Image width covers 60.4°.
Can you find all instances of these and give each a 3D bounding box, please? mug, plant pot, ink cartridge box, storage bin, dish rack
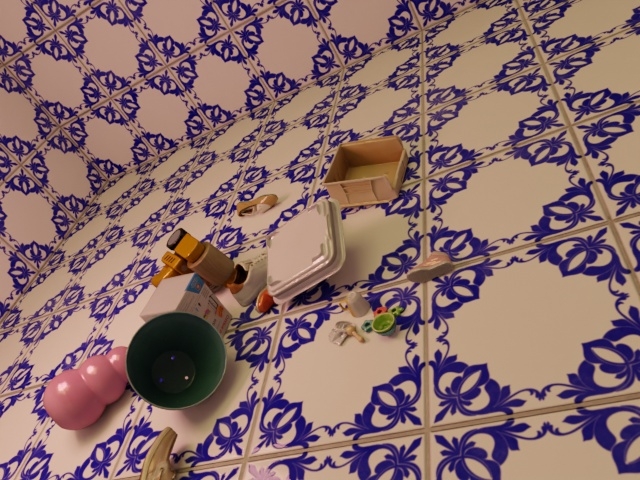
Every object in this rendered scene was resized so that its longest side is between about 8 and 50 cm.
[{"bbox_3d":[0.098,0.187,1.615,0.078,0.064,0.062,-34,32,1],"label":"mug"},{"bbox_3d":[-0.447,0.387,1.696,0.290,0.290,0.195,-56,0,-31],"label":"plant pot"},{"bbox_3d":[-0.449,0.258,1.867,0.168,0.232,0.171,-13,37,28],"label":"ink cartridge box"},{"bbox_3d":[0.176,-0.260,2.067,0.261,0.123,0.262,-5,41,25],"label":"storage bin"},{"bbox_3d":[-0.069,0.024,1.778,0.333,0.072,0.285,-32,47,33],"label":"dish rack"}]

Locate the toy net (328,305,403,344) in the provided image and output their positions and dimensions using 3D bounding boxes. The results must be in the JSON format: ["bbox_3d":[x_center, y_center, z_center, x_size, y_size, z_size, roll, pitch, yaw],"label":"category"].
[{"bbox_3d":[0.116,0.232,1.553,0.232,0.045,0.122,-14,37,30],"label":"toy net"}]

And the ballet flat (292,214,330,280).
[{"bbox_3d":[0.000,0.000,1.920,0.139,0.139,0.400,-35,30,0],"label":"ballet flat"}]

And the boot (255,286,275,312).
[{"bbox_3d":[-0.154,0.185,1.863,0.085,0.059,0.158,6,48,41],"label":"boot"}]

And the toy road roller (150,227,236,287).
[{"bbox_3d":[-0.486,0.118,2.052,0.240,0.202,0.330,-56,32,-12],"label":"toy road roller"}]

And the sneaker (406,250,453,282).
[{"bbox_3d":[0.312,0.074,1.583,0.134,0.051,0.070,-20,32,16],"label":"sneaker"}]

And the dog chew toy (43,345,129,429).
[{"bbox_3d":[-0.769,0.490,1.893,0.332,0.206,0.207,-38,30,-20],"label":"dog chew toy"}]

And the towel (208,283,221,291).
[{"bbox_3d":[-0.494,0.154,2.231,0.187,0.049,0.282,-32,32,0],"label":"towel"}]

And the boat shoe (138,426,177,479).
[{"bbox_3d":[-0.432,0.647,1.463,0.098,0.109,0.302,14,42,0],"label":"boat shoe"}]

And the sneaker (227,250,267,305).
[{"bbox_3d":[-0.228,0.092,1.996,0.106,0.123,0.290,-4,41,43],"label":"sneaker"}]

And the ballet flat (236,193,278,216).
[{"bbox_3d":[-0.279,-0.148,2.438,0.232,0.080,0.073,-11,66,37],"label":"ballet flat"}]

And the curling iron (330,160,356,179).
[{"bbox_3d":[0.089,-0.294,2.307,0.068,0.035,0.274,-34,31,1],"label":"curling iron"}]
